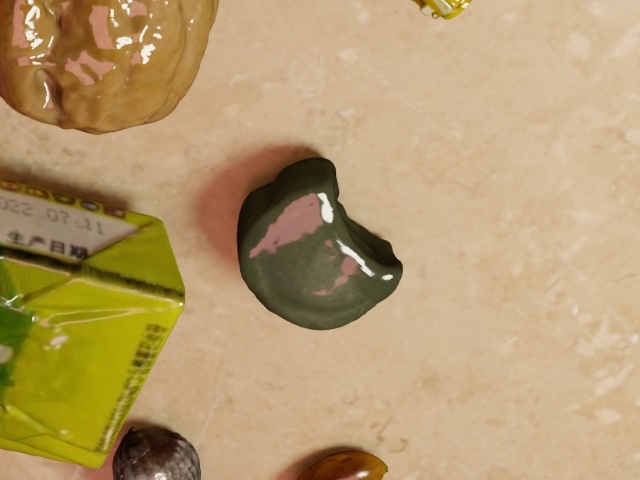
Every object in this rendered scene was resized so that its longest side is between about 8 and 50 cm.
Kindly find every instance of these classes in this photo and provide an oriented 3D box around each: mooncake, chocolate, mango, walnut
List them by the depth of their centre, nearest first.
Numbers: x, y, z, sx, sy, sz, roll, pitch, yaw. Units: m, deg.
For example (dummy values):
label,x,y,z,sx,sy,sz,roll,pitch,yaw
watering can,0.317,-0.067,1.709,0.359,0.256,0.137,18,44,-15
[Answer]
label,x,y,z,sx,sy,sz,roll,pitch,yaw
walnut,-0.202,-0.222,1.363,0.224,0.257,0.257,21,129,24
chocolate,-0.315,0.077,1.587,0.289,0.137,0.301,16,134,-17
mooncake,0.000,0.000,1.590,0.168,0.104,0.175,0,123,3
chocolate,-0.180,0.318,1.812,0.110,0.110,0.248,-4,122,2
mango,0.019,0.285,1.815,0.127,0.063,0.077,-38,113,17

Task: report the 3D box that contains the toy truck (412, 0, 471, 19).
label,x,y,z,sx,sy,sz,roll,pitch,yaw
toy truck,0.068,-0.298,1.385,0.114,0.098,0.227,-36,120,28
